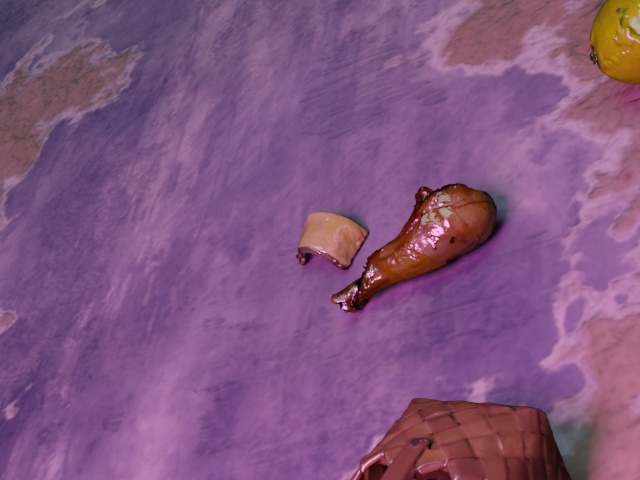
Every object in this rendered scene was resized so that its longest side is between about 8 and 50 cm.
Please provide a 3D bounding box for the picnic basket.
[{"bbox_3d":[0.082,0.198,0.916,0.138,0.128,0.178,-3,36,44],"label":"picnic basket"}]

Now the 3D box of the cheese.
[{"bbox_3d":[-0.001,-0.001,1.324,0.084,0.041,0.060,0,50,41],"label":"cheese"}]

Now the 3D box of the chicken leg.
[{"bbox_3d":[0.084,0.007,1.223,0.178,0.070,0.093,-41,26,12],"label":"chicken leg"}]

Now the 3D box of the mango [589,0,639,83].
[{"bbox_3d":[0.335,-0.210,1.217,0.178,0.100,0.119,-34,23,-4],"label":"mango"}]
